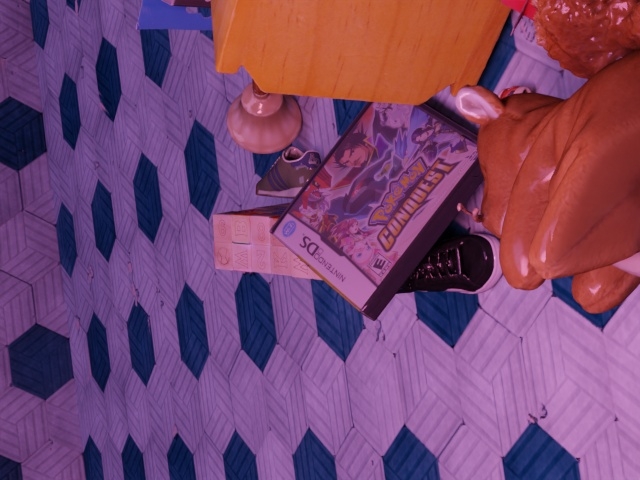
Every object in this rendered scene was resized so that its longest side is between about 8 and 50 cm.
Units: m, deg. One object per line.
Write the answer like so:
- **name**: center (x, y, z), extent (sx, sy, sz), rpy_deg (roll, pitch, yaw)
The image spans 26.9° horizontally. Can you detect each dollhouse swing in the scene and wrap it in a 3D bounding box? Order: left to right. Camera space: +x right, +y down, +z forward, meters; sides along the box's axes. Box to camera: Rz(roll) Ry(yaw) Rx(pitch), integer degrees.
- **dollhouse swing**: center (0.039, -0.394, 1.685), extent (0.315, 0.346, 0.305), rpy_deg (112, 152, -42)

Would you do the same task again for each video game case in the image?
- **video game case**: center (0.080, -0.061, 1.805), extent (0.275, 0.035, 0.248), rpy_deg (-53, 42, 3)

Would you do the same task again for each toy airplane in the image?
- **toy airplane**: center (0.251, -0.295, 1.566), extent (0.151, 0.028, 0.151), rpy_deg (27, 148, 18)

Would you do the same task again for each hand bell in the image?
- **hand bell**: center (-0.093, -0.247, 2.110), extent (0.242, 0.126, 0.126), rpy_deg (90, 164, -67)

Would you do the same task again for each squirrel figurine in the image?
- **squirrel figurine**: center (0.301, -0.123, 1.367), extent (0.370, 0.281, 0.397), rpy_deg (-144, 68, -69)

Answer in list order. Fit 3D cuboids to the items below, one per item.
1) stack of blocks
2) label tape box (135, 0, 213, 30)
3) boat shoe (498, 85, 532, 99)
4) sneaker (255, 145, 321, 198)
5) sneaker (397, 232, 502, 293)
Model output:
- **stack of blocks**: center (0.000, 0.000, 2.007), extent (0.297, 0.171, 0.087), rpy_deg (5, 100, 45)
- **label tape box**: center (-0.115, -0.430, 2.048), extent (0.115, 0.249, 0.348), rpy_deg (61, 140, 36)
- **boat shoe**: center (0.242, -0.123, 1.651), extent (0.043, 0.049, 0.137), rpy_deg (3, 92, 61)
- **sneaker**: center (-0.048, -0.112, 2.215), extent (0.192, 0.064, 0.086), rpy_deg (7, 93, 63)
- **sneaker**: center (0.143, 0.041, 1.790), extent (0.217, 0.121, 0.079), rpy_deg (-16, 81, 63)
